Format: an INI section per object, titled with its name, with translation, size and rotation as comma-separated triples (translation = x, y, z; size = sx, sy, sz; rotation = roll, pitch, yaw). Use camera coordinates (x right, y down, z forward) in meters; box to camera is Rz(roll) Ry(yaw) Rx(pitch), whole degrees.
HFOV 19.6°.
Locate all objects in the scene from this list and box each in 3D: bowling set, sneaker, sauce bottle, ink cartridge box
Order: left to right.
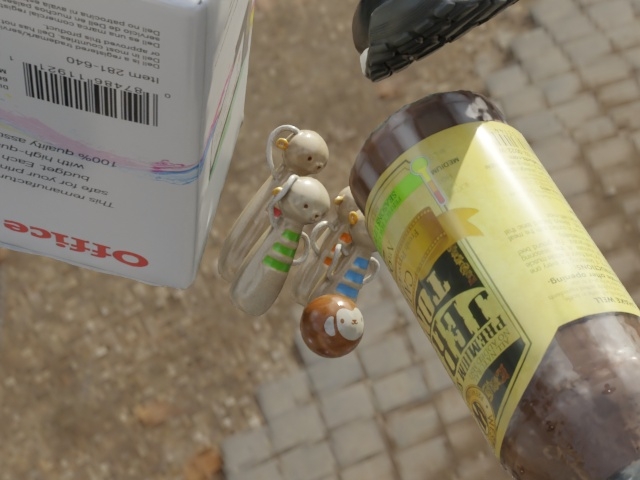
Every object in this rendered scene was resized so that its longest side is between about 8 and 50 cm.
[ink cartridge box]
translation = -0.138, -0.103, 0.859
size = 0.201, 0.278, 0.117
rotation = 15, 64, 2
[bowling set]
translation = 0.000, 0.000, 1.592
size = 0.200, 0.287, 0.154
rotation = 35, 99, 38
[sneaker]
translation = 0.061, -0.180, 1.068
size = 0.107, 0.124, 0.283
rotation = -29, 6, 24
[sauce bottle]
translation = 0.128, 0.064, 1.010
size = 0.111, 0.111, 0.344
rotation = -26, 52, -5
